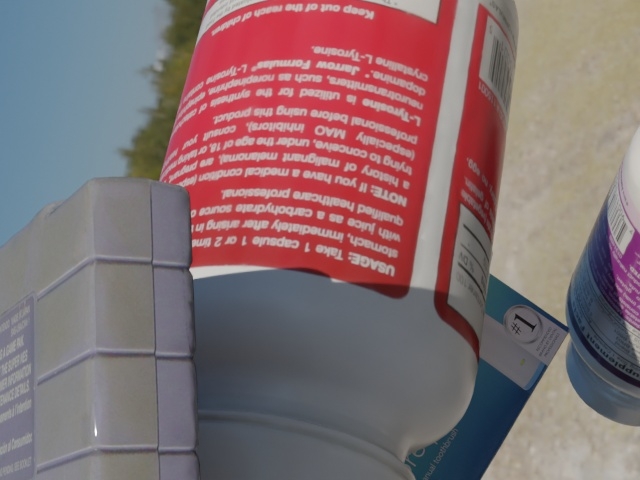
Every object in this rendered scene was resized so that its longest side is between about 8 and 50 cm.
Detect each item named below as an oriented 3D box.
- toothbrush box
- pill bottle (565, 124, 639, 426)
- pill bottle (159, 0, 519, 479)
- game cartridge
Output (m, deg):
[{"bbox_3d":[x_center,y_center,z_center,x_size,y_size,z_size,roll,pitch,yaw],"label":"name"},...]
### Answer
[{"bbox_3d":[0.017,0.086,1.012,0.216,0.295,0.126,-54,-3,-21],"label":"toothbrush box"},{"bbox_3d":[0.306,0.034,1.041,0.301,0.169,0.169,97,180,-53],"label":"pill bottle"},{"bbox_3d":[0.000,0.000,0.812,0.229,0.229,0.408,116,167,-63],"label":"pill bottle"},{"bbox_3d":[-0.148,0.121,0.609,0.355,0.068,0.230,-27,58,56],"label":"game cartridge"}]
